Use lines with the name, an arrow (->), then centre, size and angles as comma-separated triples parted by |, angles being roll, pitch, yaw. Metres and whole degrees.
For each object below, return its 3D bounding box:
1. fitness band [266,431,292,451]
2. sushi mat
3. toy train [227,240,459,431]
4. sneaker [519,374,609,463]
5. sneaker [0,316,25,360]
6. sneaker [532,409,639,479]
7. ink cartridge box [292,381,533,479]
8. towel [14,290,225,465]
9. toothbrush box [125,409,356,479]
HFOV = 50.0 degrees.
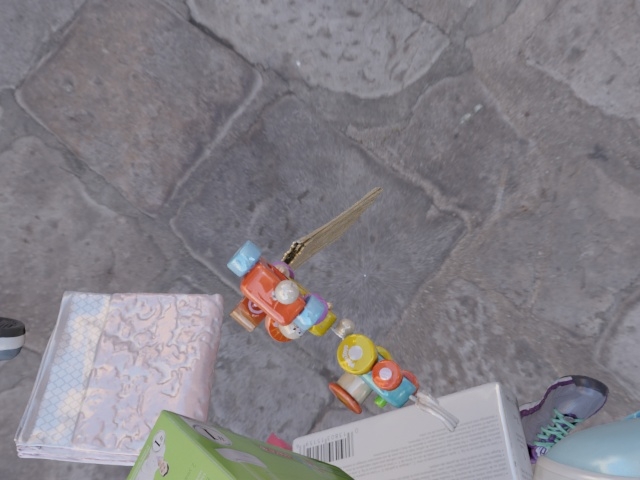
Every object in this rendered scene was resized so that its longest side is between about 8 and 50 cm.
fitness band -> -0.106, 0.424, 1.114 | 0.054, 0.291, 0.209 | 36, 79, -5
sushi mat -> 0.000, 0.000, 1.110 | 0.019, 0.316, 0.151 | 44, 121, 6
toy train -> 0.001, 0.066, 0.416 | 0.166, 0.125, 0.046 | 42, 89, -13
sneaker -> 0.363, 0.283, 1.042 | 0.083, 0.224, 0.098 | 20, 57, 2
sneaker -> -0.477, 0.185, 0.759 | 0.295, 0.124, 0.179 | -5, 95, -12
sneaker -> 0.291, 0.085, 0.411 | 0.365, 0.135, 0.150 | -5, 81, -11
ink cartridge box -> 0.095, 0.301, 0.731 | 0.275, 0.060, 0.239 | -23, 48, 26
towel -> -0.347, 0.233, 1.231 | 0.316, 0.053, 0.332 | 2, 52, 2
toothbrush box -> 0.006, 0.244, 0.455 | 0.206, 0.283, 0.122 | 32, 81, -39
